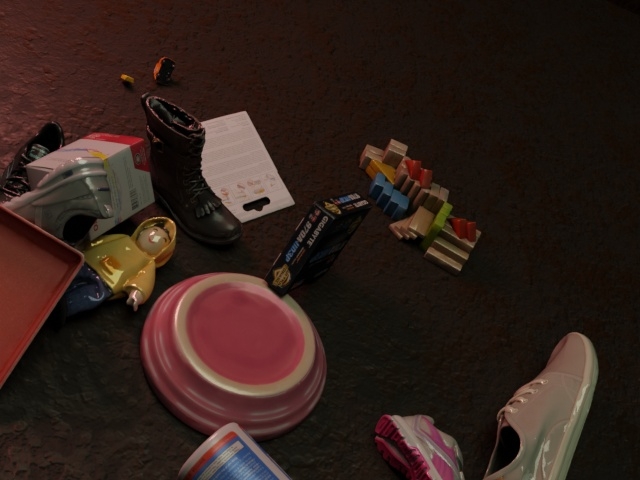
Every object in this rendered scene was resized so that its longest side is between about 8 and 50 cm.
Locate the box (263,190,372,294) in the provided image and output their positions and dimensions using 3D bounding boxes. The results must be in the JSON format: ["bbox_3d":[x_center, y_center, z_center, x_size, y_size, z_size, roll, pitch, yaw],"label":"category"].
[{"bbox_3d":[0.000,0.000,1.600,0.051,0.175,0.220,38,19,12],"label":"box"}]

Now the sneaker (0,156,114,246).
[{"bbox_3d":[-0.439,-0.023,1.393,0.105,0.281,0.115,-8,70,-54],"label":"sneaker"}]

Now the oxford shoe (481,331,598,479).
[{"bbox_3d":[0.395,0.318,1.576,0.130,0.169,0.449,31,49,5],"label":"oxford shoe"}]

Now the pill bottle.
[{"bbox_3d":[-0.096,0.389,1.285,0.221,0.124,0.124,43,45,15],"label":"pill bottle"}]

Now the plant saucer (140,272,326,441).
[{"bbox_3d":[-0.138,0.179,1.486,0.331,0.084,0.332,14,46,-14],"label":"plant saucer"}]

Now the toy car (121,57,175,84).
[{"bbox_3d":[-0.379,-0.374,1.894,0.122,0.060,0.040,-4,20,-38],"label":"toy car"}]

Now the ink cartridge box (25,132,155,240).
[{"bbox_3d":[-0.404,-0.099,1.533,0.127,0.128,0.176,11,30,27],"label":"ink cartridge box"}]

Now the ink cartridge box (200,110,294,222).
[{"bbox_3d":[-0.185,-0.143,1.796,0.189,0.066,0.232,-22,84,-39],"label":"ink cartridge box"}]

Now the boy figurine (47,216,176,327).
[{"bbox_3d":[-0.352,0.049,1.492,0.285,0.092,0.177,-28,61,-38],"label":"boy figurine"}]

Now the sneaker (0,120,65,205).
[{"bbox_3d":[-0.530,-0.111,1.538,0.101,0.106,0.267,24,45,-7],"label":"sneaker"}]

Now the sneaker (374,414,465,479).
[{"bbox_3d":[0.201,0.388,1.452,0.111,0.103,0.252,-13,58,-33],"label":"sneaker"}]

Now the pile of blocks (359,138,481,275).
[{"bbox_3d":[0.210,-0.093,1.890,0.149,0.113,0.362,-25,64,-40],"label":"pile of blocks"}]

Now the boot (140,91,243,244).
[{"bbox_3d":[-0.240,-0.128,1.602,0.263,0.229,0.091,36,54,10],"label":"boot"}]

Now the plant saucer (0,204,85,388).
[{"bbox_3d":[-0.536,0.072,1.336,0.258,0.048,0.259,30,77,1],"label":"plant saucer"}]
